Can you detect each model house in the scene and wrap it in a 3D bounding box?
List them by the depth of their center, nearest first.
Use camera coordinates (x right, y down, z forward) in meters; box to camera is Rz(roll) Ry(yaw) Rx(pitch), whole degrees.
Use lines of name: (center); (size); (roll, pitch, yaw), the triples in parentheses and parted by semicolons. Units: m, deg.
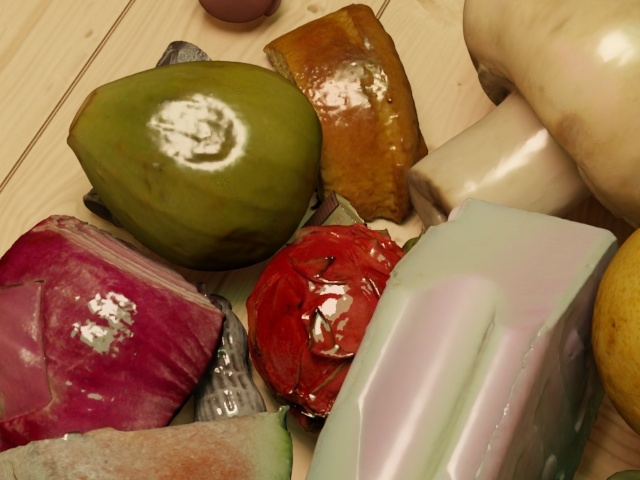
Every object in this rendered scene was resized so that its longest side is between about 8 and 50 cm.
model house: (0.000, 0.000, 1.522); (0.058, 0.057, 0.083); (49, 113, 18)

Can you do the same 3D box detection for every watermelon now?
watermelon: (-0.177, 0.245, 1.223); (0.258, 0.228, 0.387); (32, 40, 0)

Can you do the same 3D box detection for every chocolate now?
chocolate: (-0.095, 0.124, 1.438); (0.072, 0.072, 0.167); (-13, 63, -10)

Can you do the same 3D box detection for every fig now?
fig: (-0.112, -0.069, 1.454); (0.230, 0.207, 0.207); (1, 55, -35)

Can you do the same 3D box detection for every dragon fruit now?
dragon fruit: (0.017, 0.071, 1.418); (0.172, 0.172, 0.209); (30, 63, 15)

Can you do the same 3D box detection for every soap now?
soap: (0.113, 0.181, 1.290); (0.156, 0.261, 0.446); (14, 59, 24)

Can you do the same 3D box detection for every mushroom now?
mushroom: (0.260, -0.144, 1.460); (0.353, 0.325, 0.353); (5, 62, -10)

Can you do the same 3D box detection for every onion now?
onion: (-0.236, 0.087, 1.395); (0.250, 0.111, 0.247); (27, 69, 29)

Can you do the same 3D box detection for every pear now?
pear: (0.321, 0.080, 1.257); (0.209, 0.209, 0.209); (1, 59, -2)

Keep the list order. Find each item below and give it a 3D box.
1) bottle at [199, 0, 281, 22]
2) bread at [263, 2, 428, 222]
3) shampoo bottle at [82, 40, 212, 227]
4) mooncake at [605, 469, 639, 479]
bottle: (-0.082, -0.352, 1.697); (0.120, 0.120, 0.253); (5, 61, 0)
bread: (0.028, -0.150, 1.571); (0.129, 0.134, 0.260); (-14, 61, -10)
shampoo bottle: (-0.177, -0.109, 1.582); (0.063, 0.057, 0.207); (31, 64, -6)
mooncake: (0.307, 0.361, 1.235); (0.351, 0.187, 0.351); (1, 64, -3)
